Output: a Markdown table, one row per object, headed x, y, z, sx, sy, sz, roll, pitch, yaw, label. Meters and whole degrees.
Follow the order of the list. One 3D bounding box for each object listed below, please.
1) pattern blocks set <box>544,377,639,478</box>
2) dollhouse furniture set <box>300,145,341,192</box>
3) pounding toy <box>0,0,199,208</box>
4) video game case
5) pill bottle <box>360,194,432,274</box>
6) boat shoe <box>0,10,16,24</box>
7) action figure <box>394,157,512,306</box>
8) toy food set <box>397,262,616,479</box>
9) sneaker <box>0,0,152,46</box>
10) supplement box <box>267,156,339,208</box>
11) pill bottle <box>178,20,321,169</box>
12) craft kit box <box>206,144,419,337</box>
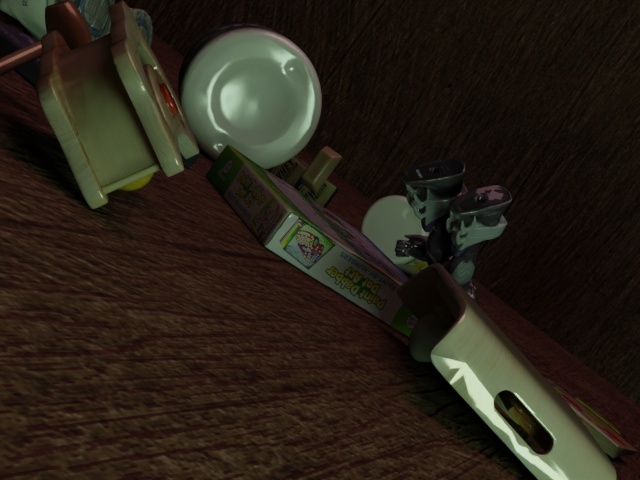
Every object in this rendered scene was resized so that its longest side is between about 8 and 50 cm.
| x | y | z | sx | sy | sz | roll | pitch | yaw | label |
| --- | --- | --- | --- | --- | --- | --- | --- | --- | --- |
| 0.367 | 0.252 | 1.776 | 0.325 | 0.026 | 0.285 | 41 | 7 | 35 | pattern blocks set |
| 0.008 | -0.067 | 1.781 | 0.091 | 0.114 | 0.081 | 36 | 1 | 20 | dollhouse furniture set |
| -0.197 | -0.097 | 1.035 | 0.269 | 0.154 | 0.154 | -110 | 176 | -63 | pounding toy |
| -0.268 | -0.171 | 1.410 | 0.196 | 0.026 | 0.274 | 39 | 7 | 20 | video game case |
| 0.154 | -0.004 | 2.103 | 0.117 | 0.118 | 0.208 | 39 | 7 | 23 | pill bottle |
| -0.418 | -0.310 | 1.517 | 0.049 | 0.056 | 0.152 | 33 | -5 | 15 | boat shoe |
| 0.157 | 0.031 | 1.518 | 0.185 | 0.099 | 0.285 | 50 | -26 | 38 | action figure |
| 0.171 | 0.149 | 1.250 | 0.220 | 0.092 | 0.306 | 47 | 6 | -8 | toy food set |
| -0.308 | -0.274 | 1.599 | 0.129 | 0.111 | 0.297 | 10 | -14 | 16 | sneaker |
| -0.031 | -0.098 | 2.056 | 0.083 | 0.056 | 0.083 | 31 | 8 | -45 | supplement box |
| -0.117 | -0.231 | 1.892 | 0.204 | 0.204 | 0.361 | 35 | 5 | -13 | pill bottle |
| 0.000 | 0.000 | 1.497 | 0.246 | 0.061 | 0.250 | 36 | 5 | -29 | craft kit box |
